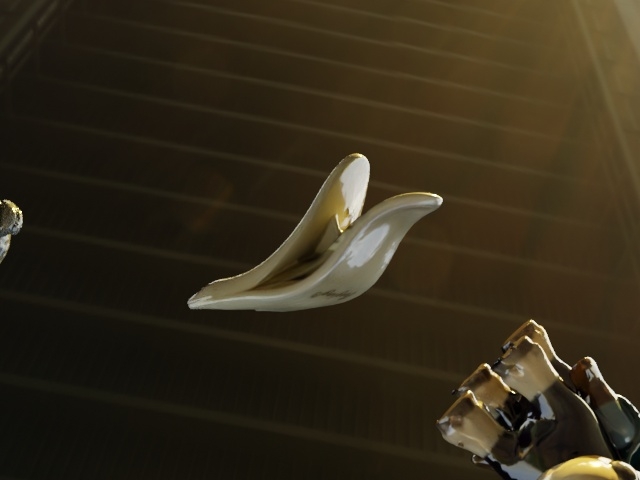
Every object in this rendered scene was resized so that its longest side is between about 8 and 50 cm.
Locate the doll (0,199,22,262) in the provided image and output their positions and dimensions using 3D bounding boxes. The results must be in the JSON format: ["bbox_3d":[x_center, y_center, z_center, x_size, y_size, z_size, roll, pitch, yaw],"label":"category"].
[{"bbox_3d":[-0.561,-0.049,1.338,0.246,0.158,0.340,-44,-132,1],"label":"doll"}]

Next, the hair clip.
[{"bbox_3d":[0.007,0.017,1.022,0.113,0.282,0.172,48,-166,21],"label":"hair clip"}]

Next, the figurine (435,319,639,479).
[{"bbox_3d":[0.273,0.242,0.733,0.412,0.241,0.306,43,178,-20],"label":"figurine"}]
